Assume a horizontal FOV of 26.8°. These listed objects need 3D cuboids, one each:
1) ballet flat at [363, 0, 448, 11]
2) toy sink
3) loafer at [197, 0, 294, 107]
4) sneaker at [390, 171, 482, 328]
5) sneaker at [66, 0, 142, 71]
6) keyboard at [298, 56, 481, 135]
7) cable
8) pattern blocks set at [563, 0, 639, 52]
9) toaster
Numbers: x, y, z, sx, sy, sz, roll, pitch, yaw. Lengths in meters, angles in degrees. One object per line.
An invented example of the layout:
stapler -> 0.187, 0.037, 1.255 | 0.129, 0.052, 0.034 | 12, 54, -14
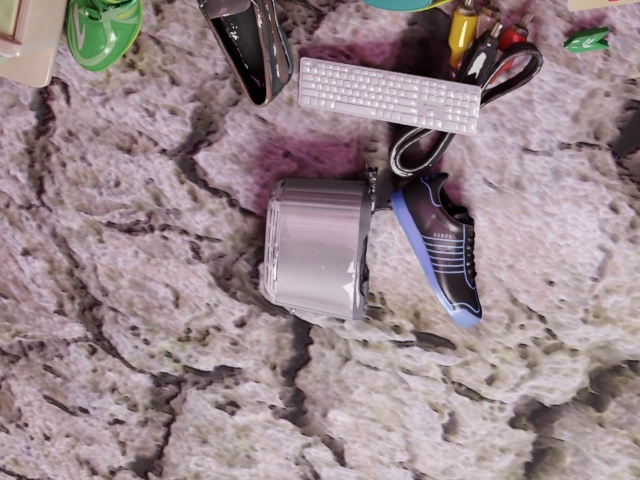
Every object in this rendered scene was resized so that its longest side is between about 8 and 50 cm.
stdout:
ballet flat -> 0.156, -0.352, 1.773 | 0.231, 0.077, 0.077 | 0, 128, 40
toy sink -> -0.432, -0.323, 1.785 | 0.152, 0.131, 0.234 | 20, 109, 7
loafer -> -0.108, -0.298, 1.772 | 0.096, 0.084, 0.268 | -9, 127, 24
sneaker -> 0.188, 0.014, 1.904 | 0.090, 0.081, 0.232 | -25, 105, 18
sneaker -> -0.278, -0.339, 1.765 | 0.109, 0.123, 0.295 | 33, 128, 0
keyboard -> 0.092, -0.198, 1.837 | 0.256, 0.014, 0.072 | 12, 113, 15
cable -> 0.201, -0.205, 1.857 | 0.139, 0.072, 0.287 | 19, 122, -18
pattern blocks set -> 0.384, -0.389, 1.734 | 0.285, 0.026, 0.325 | -1, 129, 1
toaster -> 0.000, 0.000, 1.886 | 0.146, 0.129, 0.227 | 5, 110, 4
